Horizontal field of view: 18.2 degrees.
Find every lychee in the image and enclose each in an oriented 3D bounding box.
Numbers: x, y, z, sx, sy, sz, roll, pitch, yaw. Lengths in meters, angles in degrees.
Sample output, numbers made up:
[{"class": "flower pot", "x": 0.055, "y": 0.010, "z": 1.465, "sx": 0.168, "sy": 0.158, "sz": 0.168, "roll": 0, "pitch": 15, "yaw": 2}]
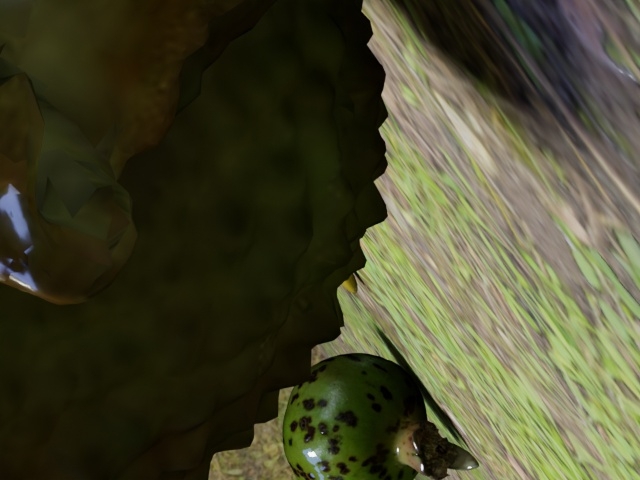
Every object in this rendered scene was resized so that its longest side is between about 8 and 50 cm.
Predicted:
[{"class": "lychee", "x": -0.113, "y": -0.035, "z": 0.501, "sx": 0.320, "sy": 0.270, "sz": 0.270, "roll": 2, "pitch": 141, "yaw": 34}]

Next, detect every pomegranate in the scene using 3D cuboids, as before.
[{"class": "pomegranate", "x": 0.043, "y": 0.147, "z": 1.494, "sx": 0.161, "sy": 0.122, "sz": 0.122, "roll": 11, "pitch": 148, "yaw": 37}]

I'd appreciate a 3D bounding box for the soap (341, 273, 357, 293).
[{"class": "soap", "x": 0.000, "y": 0.000, "z": 1.335, "sx": 0.089, "sy": 0.012, "sz": 0.034, "roll": 55, "pitch": 176, "yaw": -22}]
